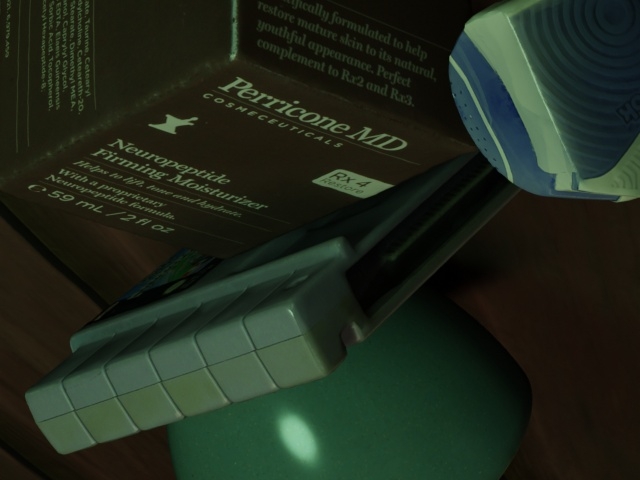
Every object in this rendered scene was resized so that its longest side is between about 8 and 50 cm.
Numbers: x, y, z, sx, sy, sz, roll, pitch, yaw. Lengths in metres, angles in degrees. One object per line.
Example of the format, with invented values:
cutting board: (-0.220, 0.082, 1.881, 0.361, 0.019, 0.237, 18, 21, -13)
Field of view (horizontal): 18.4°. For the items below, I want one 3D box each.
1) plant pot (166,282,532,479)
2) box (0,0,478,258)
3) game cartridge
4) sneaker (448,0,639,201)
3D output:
plant pot: (-0.010, 0.116, 1.538, 0.290, 0.290, 0.195, -19, 117, 38)
box: (-0.048, -0.111, 1.039, 0.168, 0.167, 0.203, 18, 152, -39)
game cartridge: (0.000, 0.000, 1.196, 0.230, 0.068, 0.355, -15, -163, 39)
sneaker: (0.181, -0.089, 1.074, 0.315, 0.127, 0.182, -21, -178, -35)
